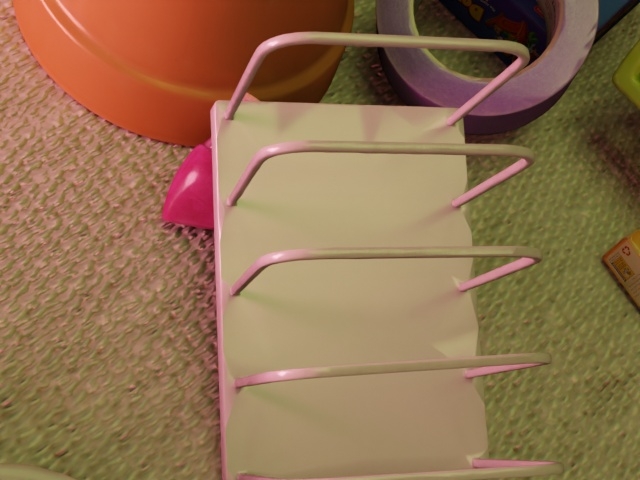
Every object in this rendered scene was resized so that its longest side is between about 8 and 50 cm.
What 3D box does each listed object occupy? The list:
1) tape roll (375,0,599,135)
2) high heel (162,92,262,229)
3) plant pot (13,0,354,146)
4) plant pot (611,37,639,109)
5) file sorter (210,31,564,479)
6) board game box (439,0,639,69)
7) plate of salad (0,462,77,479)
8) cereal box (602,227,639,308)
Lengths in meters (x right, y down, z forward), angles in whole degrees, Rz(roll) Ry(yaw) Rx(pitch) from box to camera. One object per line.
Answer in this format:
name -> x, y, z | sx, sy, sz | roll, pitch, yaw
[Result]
tape roll -> 0.142, -0.192, 0.894 | 0.188, 0.080, 0.189 | -1, 83, 5
high heel -> 0.000, 0.000, 0.800 | 0.244, 0.082, 0.117 | 36, 92, -18
plant pot -> -0.087, -0.250, 0.814 | 0.290, 0.203, 0.291 | 11, 57, -17
plant pot -> 0.442, -0.151, 0.928 | 0.228, 0.227, 0.207 | 48, 21, 21
file sorter -> 0.039, 0.024, 0.667 | 0.192, 0.173, 0.278 | 0, 80, -14
board game box -> 0.181, -0.346, 1.026 | 0.233, 0.078, 0.347 | -41, 82, -22
plate of salad -> -0.193, 0.228, 0.586 | 0.199, 0.048, 0.200 | 5, 58, -7
cereal box -> 0.387, 0.073, 0.911 | 0.173, 0.047, 0.240 | -22, 72, -32
